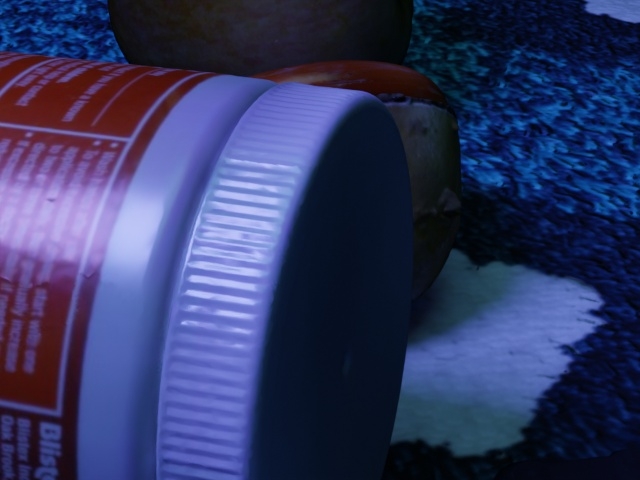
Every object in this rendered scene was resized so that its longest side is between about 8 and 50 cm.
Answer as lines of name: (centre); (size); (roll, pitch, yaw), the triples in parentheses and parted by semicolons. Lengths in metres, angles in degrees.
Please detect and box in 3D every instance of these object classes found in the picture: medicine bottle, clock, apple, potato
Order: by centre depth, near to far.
medicine bottle: (-0.101, 0.041, 0.707); (0.241, 0.252, 0.252); (7, 31, 18)
potato: (0.000, 0.000, 0.915); (0.202, 0.117, 0.182); (-12, -14, -7)
clock: (-0.014, -0.063, 0.987); (0.205, 0.051, 0.205); (-12, -13, -3)
apple: (-0.049, -0.214, 1.155); (0.234, 0.257, 0.257); (-1, 29, 12)

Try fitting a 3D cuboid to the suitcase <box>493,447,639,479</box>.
suitcase: (0.193, 0.188, 0.617); (0.206, 0.066, 0.285); (-5, 30, -5)
